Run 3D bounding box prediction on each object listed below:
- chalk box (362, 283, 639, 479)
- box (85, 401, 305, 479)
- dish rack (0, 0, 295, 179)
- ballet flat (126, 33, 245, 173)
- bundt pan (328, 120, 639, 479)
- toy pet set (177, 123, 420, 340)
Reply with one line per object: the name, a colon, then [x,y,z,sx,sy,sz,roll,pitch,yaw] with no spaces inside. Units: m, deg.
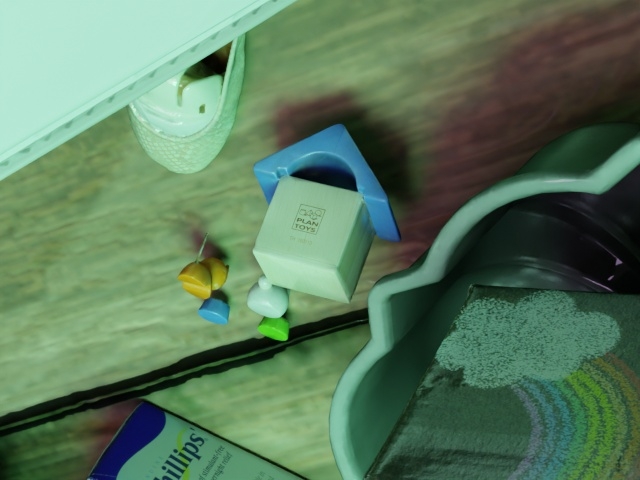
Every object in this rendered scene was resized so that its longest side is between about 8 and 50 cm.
chalk box: [0.140,0.106,0.652,0.213,0.132,0.132,4,120,21]
box: [-0.058,0.170,0.960,0.137,0.072,0.126,25,125,7]
dish rack: [-0.127,-0.135,0.648,0.333,0.072,0.285,-32,133,-7]
ballet flat: [-0.058,-0.092,0.812,0.057,0.052,0.168,21,126,9]
bundt pan: [0.176,0.079,0.778,0.331,0.124,0.331,10,124,16]
toy pet set: [0.000,0.000,0.855,0.122,0.065,0.114,14,159,17]
